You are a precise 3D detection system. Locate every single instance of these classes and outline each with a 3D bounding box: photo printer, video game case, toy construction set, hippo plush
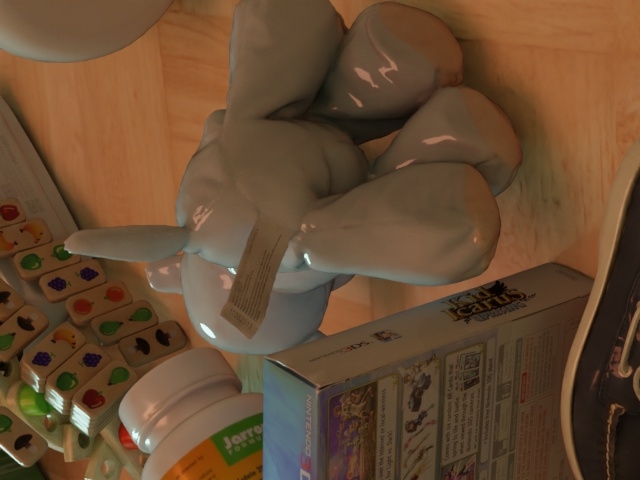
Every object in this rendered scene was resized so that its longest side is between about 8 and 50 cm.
[{"bbox_3d":[-0.354,0.028,1.713,0.256,0.107,0.307,58,141,18],"label":"photo printer"},{"bbox_3d":[0.072,0.171,1.119,0.061,0.244,0.269,25,122,44],"label":"video game case"},{"bbox_3d":[-0.320,0.182,1.588,0.327,0.151,0.215,-13,108,20],"label":"toy construction set"},{"bbox_3d":[0.000,0.000,1.181,0.234,0.294,0.236,25,149,9],"label":"hippo plush"}]

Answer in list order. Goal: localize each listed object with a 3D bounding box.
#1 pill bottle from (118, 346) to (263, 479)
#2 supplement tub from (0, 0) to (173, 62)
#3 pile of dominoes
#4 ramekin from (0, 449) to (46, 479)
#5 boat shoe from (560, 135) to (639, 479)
[{"bbox_3d":[-0.059,0.211,1.388,0.246,0.136,0.136,54,139,23],"label":"pill bottle"},{"bbox_3d":[-0.277,-0.287,1.388,0.331,0.241,0.241,22,120,45],"label":"supplement tub"},{"bbox_3d":[-0.263,0.063,1.494,0.251,0.196,0.040,38,146,14],"label":"pile of dominoes"},{"bbox_3d":[-0.395,0.334,1.847,0.303,0.148,0.303,23,121,45],"label":"ramekin"},{"bbox_3d":[0.212,0.060,1.032,0.079,0.095,0.254,35,121,53],"label":"boat shoe"}]
